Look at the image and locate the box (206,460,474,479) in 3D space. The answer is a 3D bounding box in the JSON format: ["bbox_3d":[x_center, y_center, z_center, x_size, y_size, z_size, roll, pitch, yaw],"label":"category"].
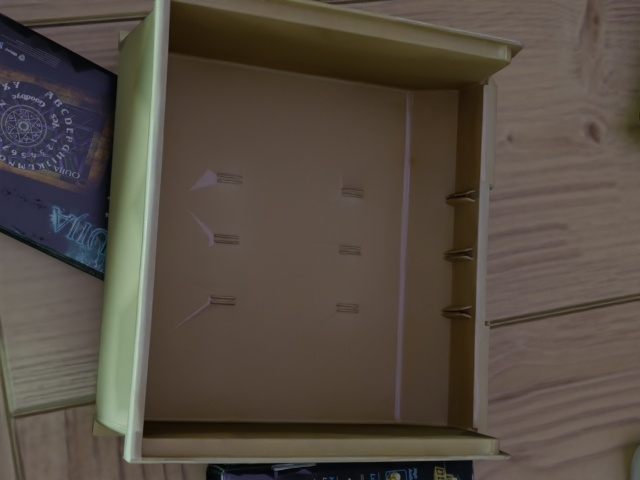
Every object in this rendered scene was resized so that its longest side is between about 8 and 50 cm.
[{"bbox_3d":[0.019,0.249,0.720,0.175,0.051,0.220,-2,83,-18],"label":"box"}]

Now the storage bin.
[{"bbox_3d":[0.000,0.000,0.692,0.260,0.123,0.262,5,84,-24],"label":"storage bin"}]

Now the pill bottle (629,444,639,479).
[{"bbox_3d":[0.315,0.172,0.808,0.160,0.087,0.087,-7,85,-19],"label":"pill bottle"}]

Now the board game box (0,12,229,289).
[{"bbox_3d":[-0.168,-0.056,0.713,0.186,0.026,0.126,27,76,-13],"label":"board game box"}]
